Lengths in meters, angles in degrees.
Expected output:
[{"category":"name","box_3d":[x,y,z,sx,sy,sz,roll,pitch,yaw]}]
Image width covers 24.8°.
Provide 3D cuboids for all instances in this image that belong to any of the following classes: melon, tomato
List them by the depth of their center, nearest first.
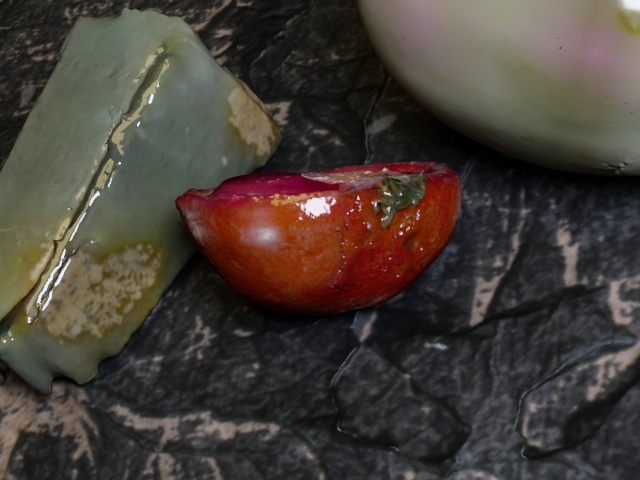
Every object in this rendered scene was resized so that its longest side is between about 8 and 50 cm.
[{"category":"melon","box_3d":[0.164,-0.160,0.967,0.317,0.223,0.223,24,63,36]},{"category":"tomato","box_3d":[0.000,0.000,0.995,0.189,0.099,0.173,-9,7,-42]}]

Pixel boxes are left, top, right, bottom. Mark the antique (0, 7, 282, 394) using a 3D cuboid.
[{"category":"antique","box_3d":[-0.167,-0.022,1.085,0.125,0.150,0.284,12,63,41]}]
